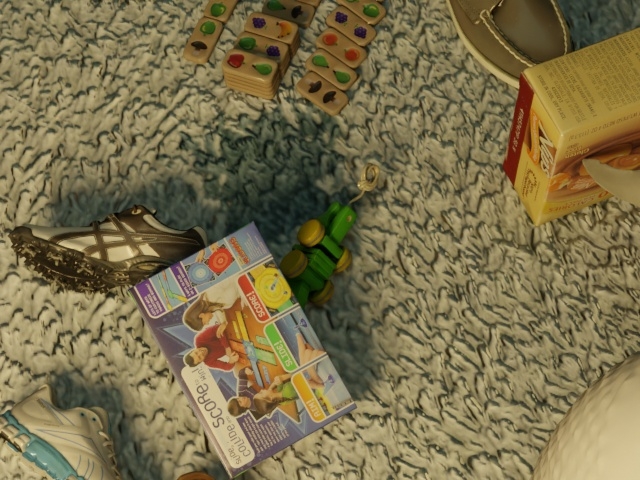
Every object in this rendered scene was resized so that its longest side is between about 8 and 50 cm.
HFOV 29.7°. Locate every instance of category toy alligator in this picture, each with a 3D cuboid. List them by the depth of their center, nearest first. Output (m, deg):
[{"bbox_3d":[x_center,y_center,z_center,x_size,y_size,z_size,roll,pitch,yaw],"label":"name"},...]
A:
[{"bbox_3d":[0.000,0.000,1.211,0.051,0.056,0.189,0,54,48],"label":"toy alligator"}]

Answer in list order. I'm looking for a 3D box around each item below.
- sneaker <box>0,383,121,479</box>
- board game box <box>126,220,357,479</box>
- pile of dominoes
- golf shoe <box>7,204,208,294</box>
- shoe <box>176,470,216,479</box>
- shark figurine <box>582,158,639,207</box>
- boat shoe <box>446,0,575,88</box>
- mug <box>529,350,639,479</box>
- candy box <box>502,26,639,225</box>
[{"bbox_3d":[-0.212,0.197,1.107,0.191,0.071,0.083,36,64,18],"label":"sneaker"},{"bbox_3d":[-0.073,0.102,1.128,0.136,0.035,0.201,-28,84,-6],"label":"board game box"},{"bbox_3d":[-0.026,-0.270,1.352,0.196,0.040,0.251,18,66,11],"label":"pile of dominoes"},{"bbox_3d":[-0.207,0.006,1.203,0.198,0.077,0.094,15,61,-3],"label":"golf shoe"},{"bbox_3d":[-0.090,0.313,1.056,0.077,0.058,0.219,-2,63,-34],"label":"shoe"},{"bbox_3d":[0.358,0.032,1.137,0.278,0.116,0.166,26,65,-26],"label":"shark figurine"},{"bbox_3d":[0.188,-0.294,1.329,0.109,0.091,0.305,-24,65,-10],"label":"boat shoe"},{"bbox_3d":[0.316,0.164,0.950,0.276,0.328,0.374,9,67,7],"label":"mug"},{"bbox_3d":[0.347,-0.140,1.196,0.316,0.183,0.087,-21,65,-9],"label":"candy box"}]
